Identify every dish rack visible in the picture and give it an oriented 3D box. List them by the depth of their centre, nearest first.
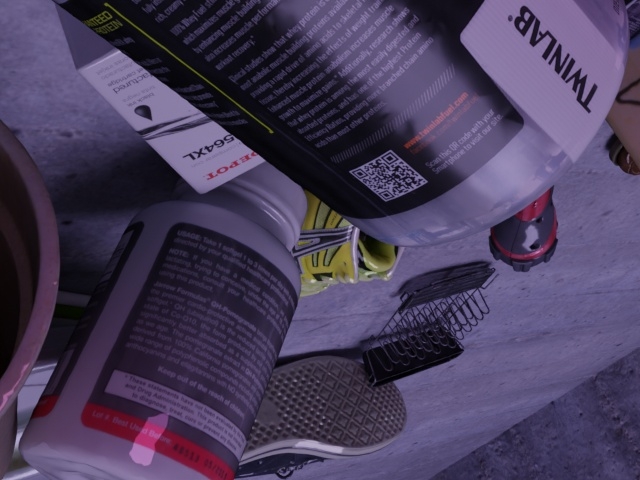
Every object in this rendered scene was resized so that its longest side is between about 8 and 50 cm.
[{"bbox_3d":[0.197,0.147,1.411,0.208,0.074,0.271,-15,152,-29],"label":"dish rack"}]

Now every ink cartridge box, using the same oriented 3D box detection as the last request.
[{"bbox_3d":[-0.083,-0.139,0.631,0.148,0.086,0.203,-27,153,6],"label":"ink cartridge box"}]

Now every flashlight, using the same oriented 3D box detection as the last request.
[{"bbox_3d":[0.272,-0.055,1.073,0.103,0.103,0.304,-22,156,3],"label":"flashlight"}]

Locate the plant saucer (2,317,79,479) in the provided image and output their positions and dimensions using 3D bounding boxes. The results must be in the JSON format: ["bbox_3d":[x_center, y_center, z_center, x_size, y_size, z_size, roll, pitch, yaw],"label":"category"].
[{"bbox_3d":[-0.350,0.181,0.933,0.400,0.101,0.400,-19,157,-8],"label":"plant saucer"}]

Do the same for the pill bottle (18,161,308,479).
[{"bbox_3d":[-0.120,0.076,0.733,0.176,0.319,0.176,15,150,9],"label":"pill bottle"}]

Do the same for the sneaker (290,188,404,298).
[{"bbox_3d":[0.000,0.000,0.896,0.145,0.147,0.385,-6,150,-36],"label":"sneaker"}]

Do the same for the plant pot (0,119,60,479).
[{"bbox_3d":[-0.347,0.094,0.566,0.333,0.334,0.305,-13,152,-21],"label":"plant pot"}]

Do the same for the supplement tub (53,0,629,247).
[{"bbox_3d":[-0.016,-0.159,0.410,0.207,0.207,0.338,-37,125,26],"label":"supplement tub"}]

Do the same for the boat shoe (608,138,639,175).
[{"bbox_3d":[0.553,-0.162,1.099,0.307,0.104,0.111,-29,154,10],"label":"boat shoe"}]

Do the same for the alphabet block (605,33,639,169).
[{"bbox_3d":[0.452,-0.142,0.946,0.192,0.197,0.193,-35,152,23],"label":"alphabet block"}]

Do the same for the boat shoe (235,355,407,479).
[{"bbox_3d":[-0.069,0.315,1.411,0.500,0.187,0.156,-2,155,-33],"label":"boat shoe"}]

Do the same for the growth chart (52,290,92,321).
[{"bbox_3d":[-0.350,0.125,0.986,0.172,0.021,0.237,6,140,-45],"label":"growth chart"}]

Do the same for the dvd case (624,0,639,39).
[{"bbox_3d":[0.291,-0.238,0.834,0.164,0.018,0.221,2,144,-44],"label":"dvd case"}]
